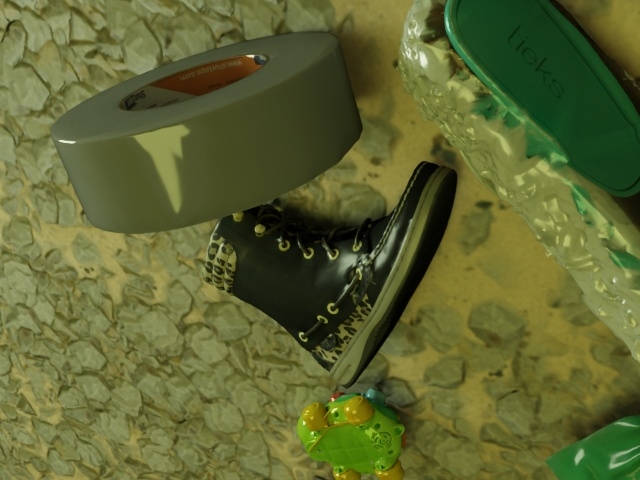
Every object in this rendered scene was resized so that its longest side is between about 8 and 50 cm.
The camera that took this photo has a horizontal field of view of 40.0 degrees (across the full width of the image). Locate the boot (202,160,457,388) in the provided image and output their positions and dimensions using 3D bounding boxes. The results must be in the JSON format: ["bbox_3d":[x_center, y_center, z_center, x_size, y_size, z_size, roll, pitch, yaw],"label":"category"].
[{"bbox_3d":[-0.001,0.001,0.748,0.179,0.085,0.236,32,129,12],"label":"boot"}]

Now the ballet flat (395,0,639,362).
[{"bbox_3d":[0.205,-0.020,0.612,0.409,0.147,0.147,49,129,-1],"label":"ballet flat"}]

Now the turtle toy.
[{"bbox_3d":[0.028,0.184,0.849,0.130,0.066,0.095,-14,110,35],"label":"turtle toy"}]

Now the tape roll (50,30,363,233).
[{"bbox_3d":[-0.083,-0.086,0.655,0.219,0.219,0.072,-2,118,30],"label":"tape roll"}]

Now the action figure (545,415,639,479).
[{"bbox_3d":[0.299,0.157,0.673,0.137,0.063,0.232,51,121,20],"label":"action figure"}]
